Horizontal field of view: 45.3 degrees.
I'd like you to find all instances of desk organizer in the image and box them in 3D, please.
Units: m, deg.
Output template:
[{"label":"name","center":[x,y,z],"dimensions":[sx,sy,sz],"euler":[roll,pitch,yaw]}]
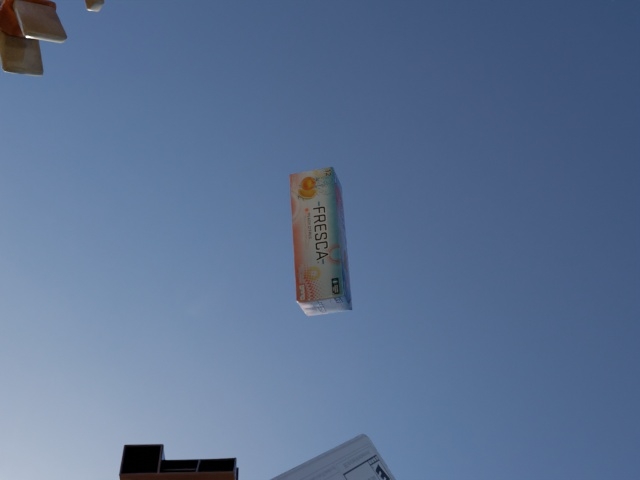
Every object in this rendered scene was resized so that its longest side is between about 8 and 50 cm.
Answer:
[{"label":"desk organizer","center":[-0.159,0.263,0.868],"dimensions":[0.130,0.047,0.050],"euler":[0,-54,-4]}]

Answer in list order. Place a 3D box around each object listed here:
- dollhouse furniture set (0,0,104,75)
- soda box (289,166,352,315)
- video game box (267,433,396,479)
[{"label":"dollhouse furniture set","center":[-0.291,-0.277,0.619],"dimensions":[0.262,0.259,0.135],"euler":[-36,-112,39]},{"label":"soda box","center":[0.000,0.000,0.983],"dimensions":[0.063,0.058,0.183],"euler":[-9,-115,10]},{"label":"video game box","center":[0.022,0.194,0.348],"dimensions":[0.048,0.205,0.187],"euler":[-40,-108,16]}]
